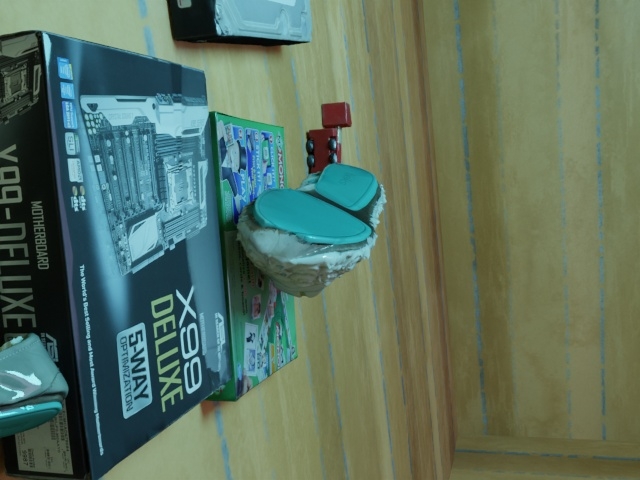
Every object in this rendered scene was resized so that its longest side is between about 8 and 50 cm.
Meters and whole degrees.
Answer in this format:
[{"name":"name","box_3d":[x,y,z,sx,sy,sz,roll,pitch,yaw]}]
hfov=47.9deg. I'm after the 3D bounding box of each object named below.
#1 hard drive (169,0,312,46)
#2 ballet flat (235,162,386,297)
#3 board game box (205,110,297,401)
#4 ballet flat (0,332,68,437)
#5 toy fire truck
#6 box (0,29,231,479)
[{"name":"hard drive","box_3d":[-0.094,-0.365,0.894,0.339,0.064,0.236,-39,125,-70]},{"name":"ballet flat","box_3d":[0.000,0.000,0.898,0.409,0.147,0.147,-39,124,-69]},{"name":"board game box","box_3d":[-0.090,0.013,0.884,0.213,0.046,0.317,-13,100,-73]},{"name":"ballet flat","box_3d":[-0.236,0.092,0.391,0.068,0.072,0.213,61,26,12]},{"name":"toy fire truck","box_3d":[0.019,-0.145,1.245,0.135,0.047,0.192,-18,106,-73]},{"name":"box","box_3d":[-0.166,0.004,0.595,0.242,0.077,0.307,-20,107,-72]}]
